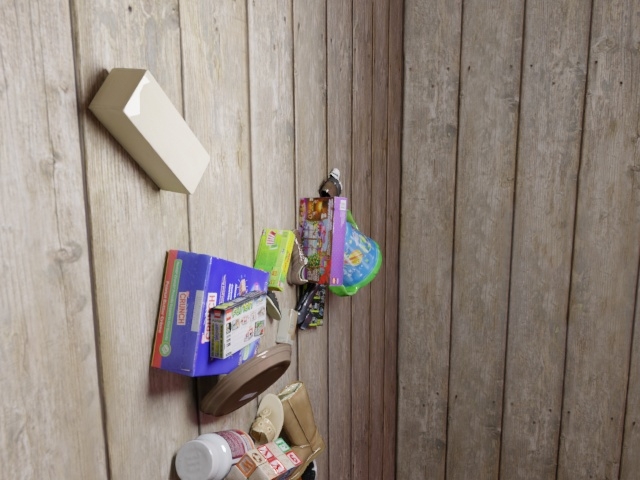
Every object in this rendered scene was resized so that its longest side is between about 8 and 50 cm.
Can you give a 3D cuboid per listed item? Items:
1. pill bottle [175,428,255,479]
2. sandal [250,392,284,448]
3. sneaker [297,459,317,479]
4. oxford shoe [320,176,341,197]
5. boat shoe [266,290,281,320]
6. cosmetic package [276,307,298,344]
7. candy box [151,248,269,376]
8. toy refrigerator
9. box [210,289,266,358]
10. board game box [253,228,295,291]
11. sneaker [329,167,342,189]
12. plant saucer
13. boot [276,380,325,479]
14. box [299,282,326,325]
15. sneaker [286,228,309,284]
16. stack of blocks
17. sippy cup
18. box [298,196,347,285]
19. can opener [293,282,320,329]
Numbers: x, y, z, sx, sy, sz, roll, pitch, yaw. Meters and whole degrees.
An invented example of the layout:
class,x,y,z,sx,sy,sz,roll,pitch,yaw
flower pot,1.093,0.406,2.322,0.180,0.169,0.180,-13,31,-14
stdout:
class,x,y,z,sx,sy,sz,roll,pitch,yaw
pill bottle,-0.259,0.539,1.447,0.221,0.121,0.121,36,59,-67
sandal,-0.172,0.583,1.746,0.079,0.088,0.239,47,55,-72
sneaker,-0.047,0.773,2.124,0.121,0.099,0.262,-16,109,-74
oxford shoe,0.036,-0.130,2.249,0.096,0.083,0.227,-48,139,-34
boat shoe,-0.147,0.200,1.809,0.042,0.049,0.133,-60,144,-36
cosmetic package,-0.111,0.287,1.936,0.060,0.041,0.115,40,56,-66
candy box,-0.253,0.180,1.403,0.317,0.122,0.268,31,66,-69
toy refrigerator,-0.333,-0.210,1.162,0.269,0.094,0.102,59,45,-56
box,-0.187,0.190,1.353,0.207,0.036,0.114,-16,109,-69
board game box,-0.142,0.057,1.734,0.043,0.092,0.181,54,44,-60
sneaker,0.057,-0.233,2.334,0.044,0.040,0.109,-44,133,-39
plant saucer,-0.180,0.364,1.492,0.278,0.041,0.278,-35,161,-14
boot,-0.107,0.641,1.941,0.236,0.089,0.269,-37,118,-37
box,-0.029,0.224,2.151,0.191,0.045,0.184,20,77,-70
sneaker,-0.069,0.056,1.967,0.066,0.071,0.188,-11,104,-70
stack of blocks,-0.197,0.645,1.452,0.297,0.087,0.171,-53,157,12
sippy cup,0.076,0.036,2.135,0.224,0.240,0.305,47,3,-45
box,0.000,0.000,1.971,0.057,0.201,0.293,3,90,-36
can opener,-0.052,0.217,2.028,0.073,0.059,0.186,36,67,-38
